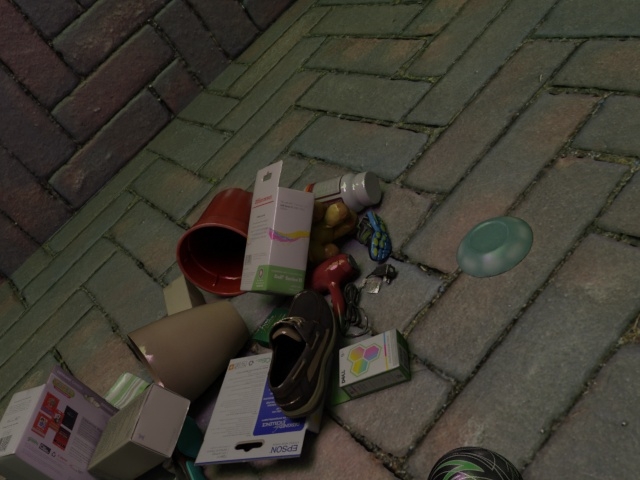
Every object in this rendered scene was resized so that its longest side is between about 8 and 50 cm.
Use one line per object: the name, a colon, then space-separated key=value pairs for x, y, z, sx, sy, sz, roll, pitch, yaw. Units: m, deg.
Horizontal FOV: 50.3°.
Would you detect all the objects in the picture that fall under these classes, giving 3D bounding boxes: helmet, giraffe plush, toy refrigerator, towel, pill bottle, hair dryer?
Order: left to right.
towel: x=-0.585 y=0.457 z=2.057 sx=0.152 sy=0.023 sz=0.113 roll=7 pitch=55 yaw=47
toy refrigerator: x=-0.408 y=0.217 z=2.080 sx=0.094 sy=0.102 sz=0.269 roll=-38 pitch=29 yaw=0
giraffe plush: x=0.000 y=0.000 z=1.942 sx=0.210 sy=0.181 sz=0.170 roll=-6 pitch=65 yaw=28
hair dryer: x=0.038 y=0.130 z=1.806 sx=0.293 sy=0.080 sz=0.223 roll=3 pitch=51 yaw=45
pill bottle: x=0.063 y=-0.135 z=2.055 sx=0.221 sy=0.121 sz=0.121 roll=-13 pitch=41 yaw=32
helmet: x=0.265 y=0.435 z=1.166 sx=0.161 sy=0.169 sz=0.169 roll=-58 pitch=35 yaw=1

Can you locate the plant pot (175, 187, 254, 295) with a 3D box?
plant pot: x=-0.283 y=-0.014 z=2.135 sx=0.272 sy=0.272 sz=0.265 roll=-22 pitch=29 yaw=23

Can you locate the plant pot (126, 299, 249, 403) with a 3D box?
plant pot: x=-0.339 y=0.288 z=1.861 sx=0.274 sy=0.256 sz=0.256 roll=-32 pitch=31 yaw=-20

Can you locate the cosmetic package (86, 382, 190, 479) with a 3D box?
cosmetic package: x=-0.463 y=0.495 z=1.721 sx=0.309 sy=0.113 sz=0.160 roll=-38 pitch=27 yaw=44

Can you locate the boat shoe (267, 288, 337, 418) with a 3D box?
boat shoe: x=-0.047 y=0.239 z=1.606 sx=0.132 sy=0.130 sz=0.355 roll=-19 pitch=39 yaw=20

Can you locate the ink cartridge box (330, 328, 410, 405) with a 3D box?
ink cartridge box: x=0.099 y=0.294 z=1.573 sx=0.209 sy=0.062 sz=0.109 roll=-24 pitch=37 yaw=21

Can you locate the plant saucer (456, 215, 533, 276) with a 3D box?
plant saucer: x=0.412 y=0.002 z=1.647 sx=0.195 sy=0.037 sz=0.195 roll=-24 pitch=36 yaw=19

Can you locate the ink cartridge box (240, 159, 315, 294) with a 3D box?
ink cartridge box: x=-0.116 y=-0.027 z=1.893 sx=0.207 sy=0.119 sz=0.353 roll=-8 pitch=73 yaw=64

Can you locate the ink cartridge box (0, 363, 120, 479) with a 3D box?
ink cartridge box: x=-0.683 y=0.529 z=1.808 sx=0.130 sy=0.309 sz=0.272 roll=-21 pitch=37 yaw=25

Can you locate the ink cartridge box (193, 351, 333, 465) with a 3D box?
ink cartridge box: x=-0.130 y=0.407 z=1.653 sx=0.303 sy=0.072 sz=0.307 roll=-14 pitch=42 yaw=28

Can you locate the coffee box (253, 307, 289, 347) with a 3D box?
coffee box: x=-0.084 y=0.243 z=1.823 sx=0.184 sy=0.040 sz=0.113 roll=3 pitch=50 yaw=44

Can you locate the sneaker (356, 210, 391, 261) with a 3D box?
sneaker: x=0.144 y=-0.003 z=1.891 sx=0.078 sy=0.067 sz=0.188 roll=-46 pitch=30 yaw=27

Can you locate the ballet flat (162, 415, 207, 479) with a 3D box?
ballet flat: x=-0.335 y=0.550 z=1.656 sx=0.096 sy=0.095 sz=0.280 roll=-43 pitch=33 yaw=8
